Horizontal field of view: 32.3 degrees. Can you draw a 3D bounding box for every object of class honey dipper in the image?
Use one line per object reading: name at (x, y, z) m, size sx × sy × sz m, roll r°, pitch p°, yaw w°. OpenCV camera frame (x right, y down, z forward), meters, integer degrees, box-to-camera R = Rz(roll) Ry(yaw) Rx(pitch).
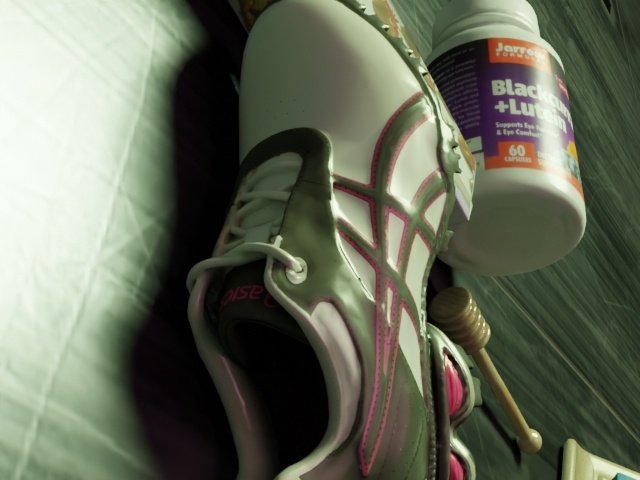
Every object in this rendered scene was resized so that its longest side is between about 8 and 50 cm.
honey dipper at (0.116, 0.095, 0.751) m, size 0.160 × 0.030 × 0.030 m, roll 59°, pitch 28°, yaw -36°

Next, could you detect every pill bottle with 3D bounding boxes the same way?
pill bottle at (0.123, -0.082, 0.781) m, size 0.108 × 0.108 × 0.193 m, roll 44°, pitch 37°, yaw -45°

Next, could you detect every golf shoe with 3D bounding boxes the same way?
golf shoe at (0.000, 0.000, 0.492) m, size 0.120 × 0.105 × 0.273 m, roll 14°, pitch 60°, yaw -53°

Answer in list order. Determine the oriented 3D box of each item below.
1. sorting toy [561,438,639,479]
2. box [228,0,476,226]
sorting toy at (0.267, 0.285, 0.774) m, size 0.229 × 0.041 × 0.307 m, roll 25°, pitch 35°, yaw -2°
box at (-0.009, -0.138, 0.604) m, size 0.324 × 0.067 × 0.063 m, roll 58°, pitch 28°, yaw -29°
